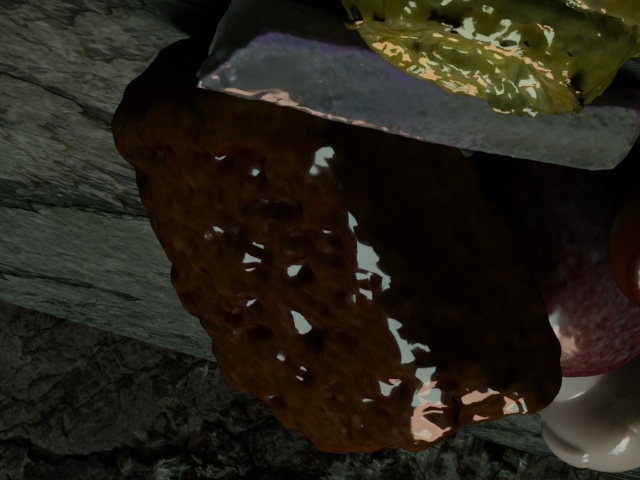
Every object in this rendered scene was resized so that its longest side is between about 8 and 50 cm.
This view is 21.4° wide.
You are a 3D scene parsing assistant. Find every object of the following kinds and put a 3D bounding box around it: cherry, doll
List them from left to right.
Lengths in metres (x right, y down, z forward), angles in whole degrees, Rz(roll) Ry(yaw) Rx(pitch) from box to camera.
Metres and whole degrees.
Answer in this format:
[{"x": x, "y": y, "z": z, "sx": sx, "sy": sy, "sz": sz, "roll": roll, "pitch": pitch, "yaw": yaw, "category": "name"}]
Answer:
[{"x": 0.211, "y": 0.013, "z": 1.590, "sx": 0.230, "sy": 0.203, "sz": 0.300, "roll": 21, "pitch": 155, "yaw": 36, "category": "cherry"}, {"x": 0.343, "y": 0.169, "z": 2.151, "sx": 0.221, "sy": 0.221, "sz": 0.251, "roll": 27, "pitch": -163, "yaw": -40, "category": "doll"}]

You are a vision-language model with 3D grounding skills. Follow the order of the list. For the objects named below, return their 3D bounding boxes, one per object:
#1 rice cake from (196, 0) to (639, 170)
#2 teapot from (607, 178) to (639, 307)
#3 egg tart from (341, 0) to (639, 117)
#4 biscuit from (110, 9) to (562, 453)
[{"x": 0.086, "y": -0.118, "z": 1.290, "sx": 0.399, "sy": 0.070, "sz": 0.064, "roll": 9, "pitch": -146, "yaw": -31, "category": "rice cake"}, {"x": 0.319, "y": -0.030, "z": 1.441, "sx": 0.178, "sy": 0.135, "sz": 0.252, "roll": -25, "pitch": 134, "yaw": 5, "category": "teapot"}, {"x": 0.109, "y": -0.162, "z": 1.140, "sx": 0.290, "sy": 0.115, "sz": 0.290, "roll": 18, "pitch": 170, "yaw": 3, "category": "egg tart"}, {"x": 0.000, "y": 0.000, "z": 1.487, "sx": 0.342, "sy": 0.166, "sz": 0.395, "roll": -5, "pitch": 119, "yaw": 50, "category": "biscuit"}]
